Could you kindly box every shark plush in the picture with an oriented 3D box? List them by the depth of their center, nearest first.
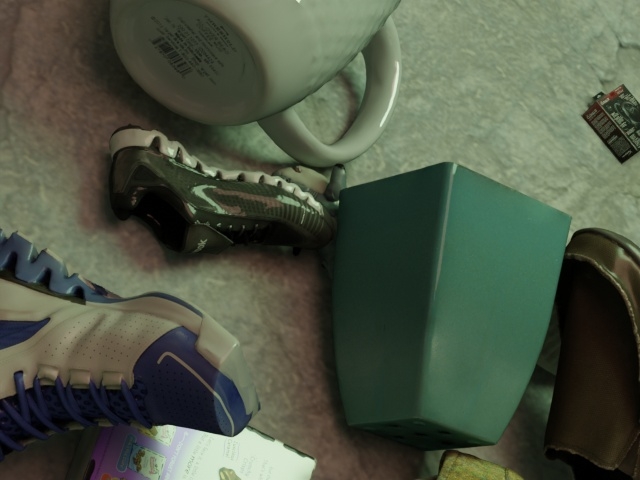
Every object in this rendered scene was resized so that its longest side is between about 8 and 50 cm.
[{"bbox_3d":[0.000,0.000,1.837,0.067,0.073,0.161,-10,80,-11],"label":"shark plush"}]

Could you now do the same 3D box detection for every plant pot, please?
[{"bbox_3d":[0.113,0.074,1.753,0.166,0.165,0.234,21,69,-34],"label":"plant pot"}]

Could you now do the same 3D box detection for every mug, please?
[{"bbox_3d":[-0.033,-0.245,1.842,0.374,0.276,0.328,58,46,-31],"label":"mug"}]

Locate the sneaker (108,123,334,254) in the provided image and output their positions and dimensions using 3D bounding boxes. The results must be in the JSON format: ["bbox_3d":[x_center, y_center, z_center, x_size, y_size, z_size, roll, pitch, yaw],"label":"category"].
[{"bbox_3d":[-0.100,-0.022,1.753,0.234,0.078,0.106,21,54,-16],"label":"sneaker"}]

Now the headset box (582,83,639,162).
[{"bbox_3d":[0.351,-0.140,2.157,0.083,0.032,0.062,50,46,6],"label":"headset box"}]

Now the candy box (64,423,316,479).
[{"bbox_3d":[-0.117,0.224,1.577,0.196,0.070,0.165,29,49,-14],"label":"candy box"}]

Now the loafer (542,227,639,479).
[{"bbox_3d":[0.282,0.170,1.774,0.130,0.134,0.366,-15,93,-29],"label":"loafer"}]

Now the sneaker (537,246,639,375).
[{"bbox_3d":[0.352,0.068,1.981,0.366,0.135,0.150,2,28,-26],"label":"sneaker"}]

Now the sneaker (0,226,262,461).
[{"bbox_3d":[-0.214,0.120,1.502,0.315,0.127,0.182,20,57,31],"label":"sneaker"}]

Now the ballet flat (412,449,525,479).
[{"bbox_3d":[0.058,0.297,1.630,0.123,0.123,0.348,49,47,4],"label":"ballet flat"}]
